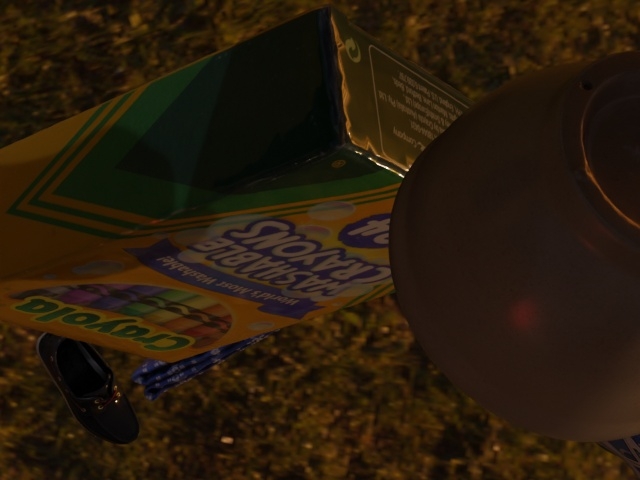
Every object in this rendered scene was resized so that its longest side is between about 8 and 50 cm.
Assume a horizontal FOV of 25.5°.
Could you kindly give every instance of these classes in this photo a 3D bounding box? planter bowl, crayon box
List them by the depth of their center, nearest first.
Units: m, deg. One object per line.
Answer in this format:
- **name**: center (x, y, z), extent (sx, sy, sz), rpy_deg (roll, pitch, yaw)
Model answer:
- **planter bowl**: center (0.121, -0.010, 0.585), extent (0.162, 0.109, 0.162), rpy_deg (7, 63, -13)
- **crayon box**: center (-0.069, -0.008, 0.810), extent (0.203, 0.323, 0.083), rpy_deg (22, 56, -53)

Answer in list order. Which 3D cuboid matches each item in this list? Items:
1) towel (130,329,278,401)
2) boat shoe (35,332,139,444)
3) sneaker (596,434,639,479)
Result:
- **towel**: center (0.000, 0.000, 1.189), extent (0.336, 0.243, 0.040), rpy_deg (-30, 104, 13)
- **boat shoe**: center (-0.204, 0.135, 1.266), extent (0.049, 0.042, 0.133), rpy_deg (-43, 114, -23)
- **sneaker**: center (0.320, 0.194, 1.308), extent (0.211, 0.081, 0.080), rpy_deg (36, 73, 15)
